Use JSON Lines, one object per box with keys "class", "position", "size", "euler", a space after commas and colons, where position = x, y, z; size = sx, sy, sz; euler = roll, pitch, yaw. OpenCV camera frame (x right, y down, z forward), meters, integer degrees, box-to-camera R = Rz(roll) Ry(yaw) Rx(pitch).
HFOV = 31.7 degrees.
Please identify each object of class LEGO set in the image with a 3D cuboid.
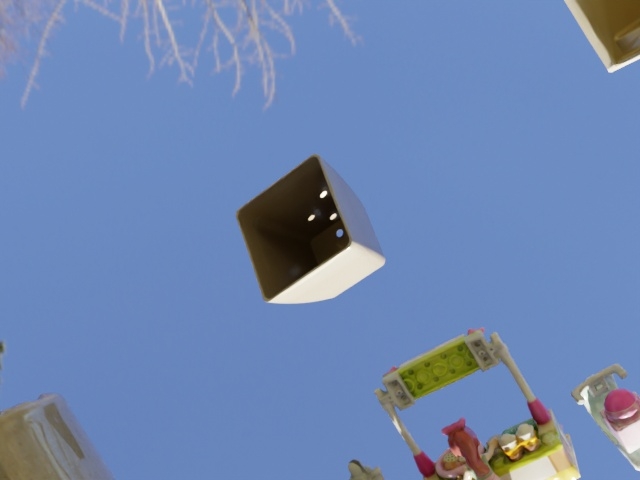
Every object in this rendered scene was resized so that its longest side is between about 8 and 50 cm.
{"class": "LEGO set", "position": [0.055, 0.149, 0.674], "size": [0.287, 0.132, 0.107], "euler": [-34, -74, -8]}

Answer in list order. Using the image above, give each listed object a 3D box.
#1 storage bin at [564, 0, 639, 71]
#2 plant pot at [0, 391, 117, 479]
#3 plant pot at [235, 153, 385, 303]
{"class": "storage bin", "position": [0.163, -0.244, 0.450], "size": [0.123, 0.260, 0.262], "euler": [-35, -85, -24]}
{"class": "plant pot", "position": [-0.231, 0.292, 0.823], "size": [0.334, 0.334, 0.305], "euler": [-25, -92, -14]}
{"class": "plant pot", "position": [0.000, 0.000, 1.099], "size": [0.109, 0.096, 0.109], "euler": [-35, -123, 23]}
